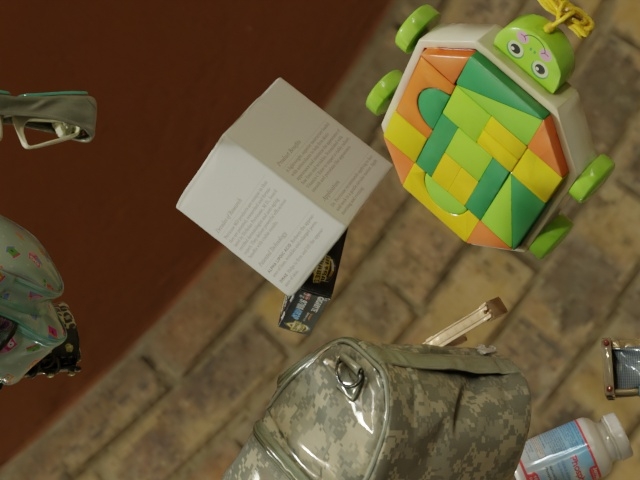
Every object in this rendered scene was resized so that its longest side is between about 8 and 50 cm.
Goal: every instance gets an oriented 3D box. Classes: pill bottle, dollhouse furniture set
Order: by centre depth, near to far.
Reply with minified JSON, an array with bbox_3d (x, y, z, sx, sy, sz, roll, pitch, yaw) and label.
[{"bbox_3d":[0.390,0.202,1.679,0.129,0.129,0.184,34,-128,-74],"label":"dollhouse furniture set"},{"bbox_3d":[0.342,0.296,2.032,0.160,0.087,0.087,-24,-39,4],"label":"pill bottle"}]

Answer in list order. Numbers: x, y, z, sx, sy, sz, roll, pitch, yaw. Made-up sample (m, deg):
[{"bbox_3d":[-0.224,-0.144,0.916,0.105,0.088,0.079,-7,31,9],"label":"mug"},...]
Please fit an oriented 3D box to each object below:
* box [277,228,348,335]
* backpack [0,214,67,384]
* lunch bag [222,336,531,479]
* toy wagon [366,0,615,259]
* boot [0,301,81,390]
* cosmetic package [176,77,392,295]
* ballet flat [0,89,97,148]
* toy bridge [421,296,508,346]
[{"bbox_3d":[0.000,0.000,2.027,0.175,0.051,0.220,118,167,-66],"label":"box"},{"bbox_3d":[-0.343,0.053,1.501,0.144,0.166,0.188,-41,-40,2],"label":"backpack"},{"bbox_3d":[0.081,0.231,1.664,0.305,0.212,0.256,10,-62,-48],"label":"lunch bag"},{"bbox_3d":[0.183,-0.131,1.561,0.068,0.267,0.344,-41,-13,-31],"label":"toy wagon"},{"bbox_3d":[-0.351,0.145,1.655,0.178,0.236,0.085,-5,-56,-20],"label":"boot"},{"bbox_3d":[-0.044,-0.066,1.812,0.151,0.183,0.151,-52,-1,42],"label":"cosmetic package"},{"bbox_3d":[-0.350,-0.139,1.679,0.213,0.072,0.068,0,-95,-34],"label":"ballet flat"},{"bbox_3d":[0.165,0.132,1.960,0.063,0.026,0.188,-18,-15,-44],"label":"toy bridge"}]
